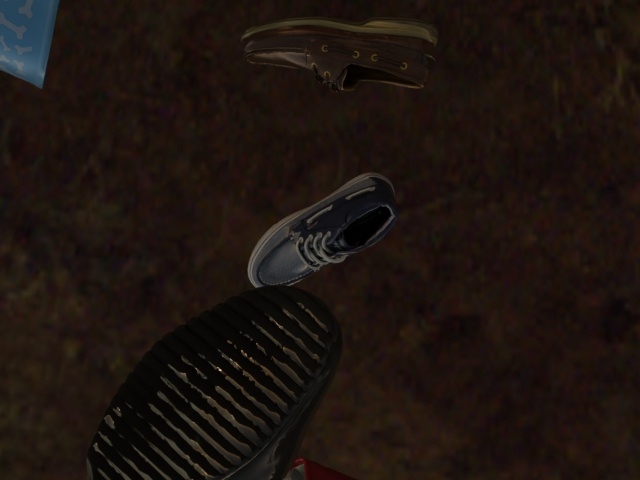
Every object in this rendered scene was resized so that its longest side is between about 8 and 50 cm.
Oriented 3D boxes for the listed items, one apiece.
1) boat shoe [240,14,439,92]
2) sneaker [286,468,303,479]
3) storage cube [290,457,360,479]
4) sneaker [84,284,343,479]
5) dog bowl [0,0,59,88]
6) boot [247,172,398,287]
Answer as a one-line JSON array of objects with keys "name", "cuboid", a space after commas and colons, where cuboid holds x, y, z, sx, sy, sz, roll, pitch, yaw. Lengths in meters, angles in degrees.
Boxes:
[{"name": "boat shoe", "cuboid": [0.014, -0.161, 1.577, 0.178, 0.060, 0.064, 2, 171, 15]}, {"name": "sneaker", "cuboid": [-0.049, 0.254, 1.470, 0.229, 0.132, 0.086, 39, 129, -7]}, {"name": "storage cube", "cuboid": [-0.010, 0.369, 1.900, 0.184, 0.215, 0.193, -30, 140, 32]}, {"name": "sneaker", "cuboid": [-0.083, 0.177, 1.202, 0.330, 0.122, 0.146, -52, 141, 6]}, {"name": "dog bowl", "cuboid": [-0.250, -0.250, 1.544, 0.074, 0.297, 0.166, 11, 123, -9]}, {"name": "boot", "cuboid": [0.000, 0.000, 1.946, 0.190, 0.086, 0.069, -38, 109, 11]}]
